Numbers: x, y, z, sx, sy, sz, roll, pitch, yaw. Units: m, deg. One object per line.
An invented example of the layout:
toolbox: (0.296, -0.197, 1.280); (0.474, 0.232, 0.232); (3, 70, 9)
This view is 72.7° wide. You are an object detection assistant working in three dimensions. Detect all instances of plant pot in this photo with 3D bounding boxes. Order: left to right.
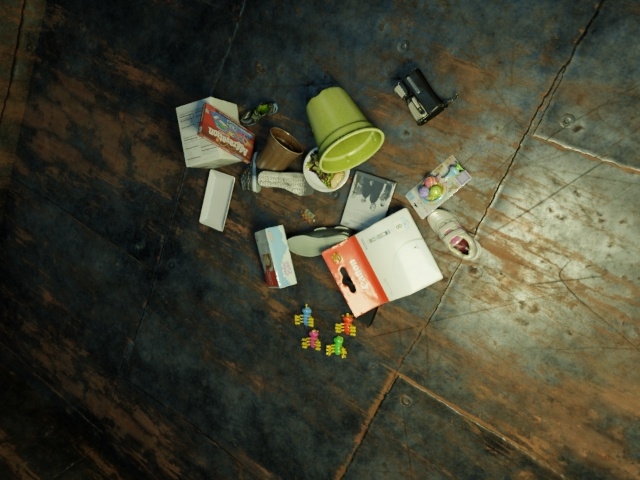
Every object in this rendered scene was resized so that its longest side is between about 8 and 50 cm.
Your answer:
plant pot: (-0.188, -0.370, 1.874); (0.167, 0.167, 0.165); (48, 120, 11)
plant pot: (0.071, -0.448, 1.714); (0.276, 0.276, 0.254); (-33, 72, 23)

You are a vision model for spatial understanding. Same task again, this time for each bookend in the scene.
bookend: (0.168, 0.262, 1.842); (0.156, 0.072, 0.157); (22, 104, 18)

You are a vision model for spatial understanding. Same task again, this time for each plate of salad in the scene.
plate of salad: (0.024, -0.304, 1.827); (0.199, 0.048, 0.200); (1, 94, 8)

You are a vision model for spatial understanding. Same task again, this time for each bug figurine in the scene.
bug figurine: (0.025, 0.398, 1.920); (0.278, 0.072, 0.216); (9, 106, 17)

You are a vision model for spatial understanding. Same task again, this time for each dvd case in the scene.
dvd case: (0.197, -0.151, 1.803); (0.179, 0.029, 0.239); (21, 105, 19)

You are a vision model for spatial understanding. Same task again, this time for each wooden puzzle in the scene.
wooden puzzle: (-0.057, -0.108, 1.926); (0.083, 0.006, 0.049); (41, 110, 13)

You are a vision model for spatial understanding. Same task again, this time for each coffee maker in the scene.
coffee maker: (0.391, -0.552, 1.638); (0.171, 0.120, 0.178); (-32, 85, -1)

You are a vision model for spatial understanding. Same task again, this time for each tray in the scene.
tray: (-0.491, -0.193, 2.085); (0.145, 0.030, 0.271); (21, 104, 18)

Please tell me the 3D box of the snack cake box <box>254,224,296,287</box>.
snack cake box: (-0.200, 0.074, 1.925); (0.152, 0.089, 0.265); (-11, 93, 61)

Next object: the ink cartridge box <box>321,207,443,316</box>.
ink cartridge box: (0.238, 0.093, 1.719); (0.384, 0.091, 0.308); (-28, 90, 4)

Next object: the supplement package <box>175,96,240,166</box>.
supplement package: (-0.488, -0.474, 1.955); (0.197, 0.199, 0.263); (-8, 93, 24)

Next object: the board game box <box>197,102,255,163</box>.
board game box: (-0.396, -0.453, 1.859); (0.027, 0.281, 0.145); (-5, 71, 37)

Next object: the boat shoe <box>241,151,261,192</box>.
boat shoe: (-0.317, -0.312, 1.977); (0.083, 0.065, 0.184); (8, 101, 20)

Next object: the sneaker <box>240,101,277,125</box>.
sneaker: (-0.281, -0.569, 1.923); (0.188, 0.078, 0.067); (-18, 89, 24)

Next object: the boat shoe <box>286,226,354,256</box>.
boat shoe: (0.000, 0.000, 1.875); (0.302, 0.091, 0.114); (1, 128, 21)

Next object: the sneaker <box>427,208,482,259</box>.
sneaker: (0.505, -0.024, 1.645); (0.252, 0.111, 0.103); (45, 110, 12)

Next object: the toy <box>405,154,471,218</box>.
toy: (0.437, -0.211, 1.657); (0.237, 0.056, 0.137); (-40, 54, 19)

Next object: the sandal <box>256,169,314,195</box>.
sandal: (-0.147, -0.256, 1.865); (0.254, 0.054, 0.097); (11, 98, -16)
